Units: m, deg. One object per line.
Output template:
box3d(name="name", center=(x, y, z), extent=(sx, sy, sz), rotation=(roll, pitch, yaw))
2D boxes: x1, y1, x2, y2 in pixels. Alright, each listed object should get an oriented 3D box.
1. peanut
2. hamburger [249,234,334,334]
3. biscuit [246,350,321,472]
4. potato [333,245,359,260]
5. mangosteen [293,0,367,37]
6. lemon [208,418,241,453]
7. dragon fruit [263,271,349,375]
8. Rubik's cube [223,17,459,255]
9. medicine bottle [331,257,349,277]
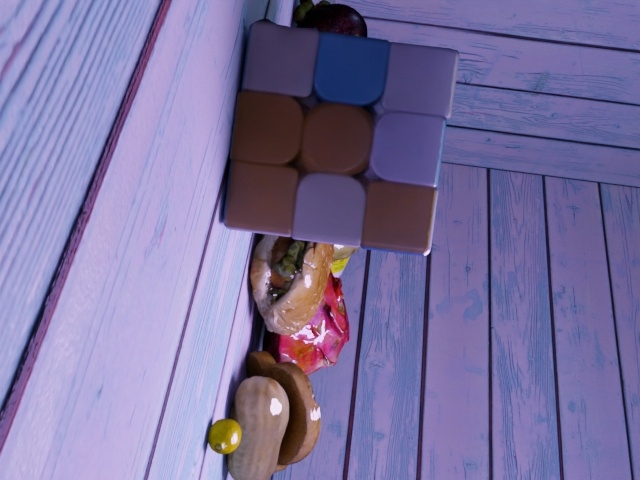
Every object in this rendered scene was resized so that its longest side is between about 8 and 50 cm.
box3d(name="peanut", center=(-0.144, 0.438, 1.430), extent=(0.147, 0.148, 0.318), rotation=(-79, 178, -62))
box3d(name="hamburger", center=(-0.070, 0.058, 1.471), extent=(0.209, 0.162, 0.329), rotation=(51, 53, -77))
box3d(name="biscuit", center=(-0.107, 0.408, 1.539), extent=(0.287, 0.057, 0.343), rotation=(61, -39, 26))
box3d(name="potato", center=(-0.007, -0.031, 1.676), extent=(0.197, 0.228, 0.148), rotation=(-12, 127, -61))
box3d(name="mangosteen", center=(0.014, -0.524, 1.617), extent=(0.216, 0.216, 0.216), rotation=(8, 90, -88))
box3d(name="lemon", center=(-0.179, 0.365, 1.157), extent=(0.083, 0.062, 0.062), rotation=(-55, 153, -77))
box3d(name="dragon fruit", center=(-0.039, 0.218, 1.733), extent=(0.386, 0.249, 0.370), rotation=(-104, -161, -55))
box3d(name="Rubik's cube", center=(0.034, -0.166, 1.142), extent=(0.346, 0.347, 0.344), rotation=(-46, 145, -86))
box3d(name="medicine bottle", center=(0.000, 0.000, 1.922), extent=(0.213, 0.214, 0.378), rotation=(-80, -168, -58))
